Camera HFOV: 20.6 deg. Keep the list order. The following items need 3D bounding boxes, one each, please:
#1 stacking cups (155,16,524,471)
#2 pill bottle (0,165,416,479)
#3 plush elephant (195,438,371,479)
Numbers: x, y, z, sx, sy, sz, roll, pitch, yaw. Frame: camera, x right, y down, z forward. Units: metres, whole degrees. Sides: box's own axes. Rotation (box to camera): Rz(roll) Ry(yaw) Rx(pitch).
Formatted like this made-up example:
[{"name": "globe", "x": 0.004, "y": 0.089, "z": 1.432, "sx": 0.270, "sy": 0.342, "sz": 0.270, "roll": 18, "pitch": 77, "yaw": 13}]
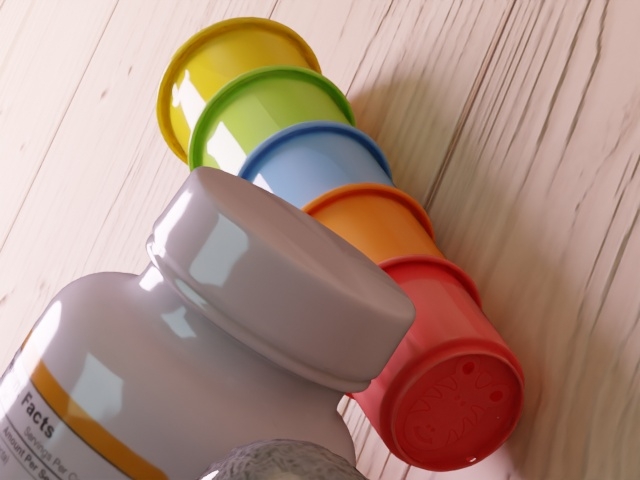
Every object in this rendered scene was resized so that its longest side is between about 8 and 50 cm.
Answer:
[{"name": "stacking cups", "x": 0.000, "y": 0.000, "z": 0.826, "sx": 0.096, "sy": 0.096, "sz": 0.316, "roll": -51, "pitch": 32, "yaw": 15}, {"name": "pill bottle", "x": -0.072, "y": 0.099, "z": 0.680, "sx": 0.245, "sy": 0.136, "sz": 0.136, "roll": -56, "pitch": 29, "yaw": 10}, {"name": "plush elephant", "x": -0.029, "y": 0.265, "z": 0.498, "sx": 0.330, "sy": 0.255, "sz": 0.272, "roll": -37, "pitch": -25, "yaw": -25}]
